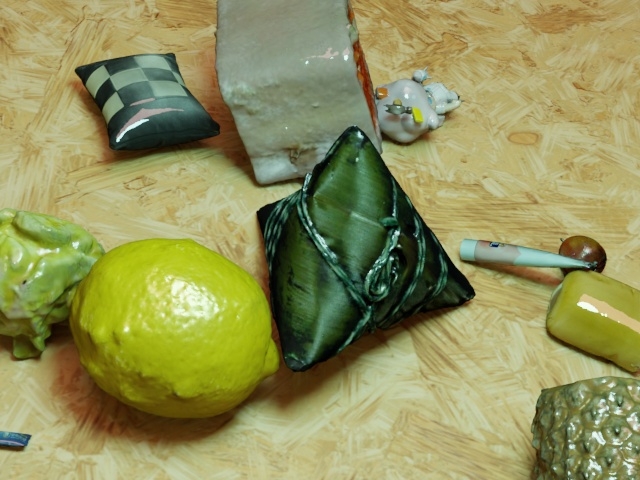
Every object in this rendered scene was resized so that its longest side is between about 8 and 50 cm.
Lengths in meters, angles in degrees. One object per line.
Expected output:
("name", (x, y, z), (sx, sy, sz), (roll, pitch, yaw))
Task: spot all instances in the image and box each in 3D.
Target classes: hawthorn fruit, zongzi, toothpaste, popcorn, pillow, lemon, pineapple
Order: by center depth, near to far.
("pineapple", (0.354, 0.343, 1.336), (0.202, 0.202, 0.362), (9, 53, -1))
("toothpaste", (-0.407, 0.249, 1.409), (0.083, 0.019, 0.027), (5, 19, -6))
("lemon", (-0.187, 0.113, 1.442), (0.288, 0.233, 0.233), (22, 43, -5))
("popcorn", (-0.385, 0.052, 1.516), (0.167, 0.187, 0.185), (-9, 42, 40))
("zongzi", (0.000, 0.000, 1.597), (0.362, 0.319, 0.383), (20, 3, 27))
("toothpaste", (0.316, 0.026, 1.718), (0.205, 0.036, 0.056), (7, 7, 24))
("hawthorn fruit", (0.408, 0.027, 1.756), (0.077, 0.077, 0.077), (5, 43, -5))
("pillow", (-0.293, -0.235, 1.877), (0.186, 0.106, 0.250), (-10, 42, -21))

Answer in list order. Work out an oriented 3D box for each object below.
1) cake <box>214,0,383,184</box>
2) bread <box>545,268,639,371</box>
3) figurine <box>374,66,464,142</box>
("cake", (-0.037, -0.275, 1.847), (0.230, 0.237, 0.308), (-13, 43, 4))
("bread", (0.425, 0.108, 1.658), (0.173, 0.085, 0.134), (23, 44, 13))
("figurine", (0.161, -0.235, 1.962), (0.137, 0.112, 0.229), (42, 38, 20))
